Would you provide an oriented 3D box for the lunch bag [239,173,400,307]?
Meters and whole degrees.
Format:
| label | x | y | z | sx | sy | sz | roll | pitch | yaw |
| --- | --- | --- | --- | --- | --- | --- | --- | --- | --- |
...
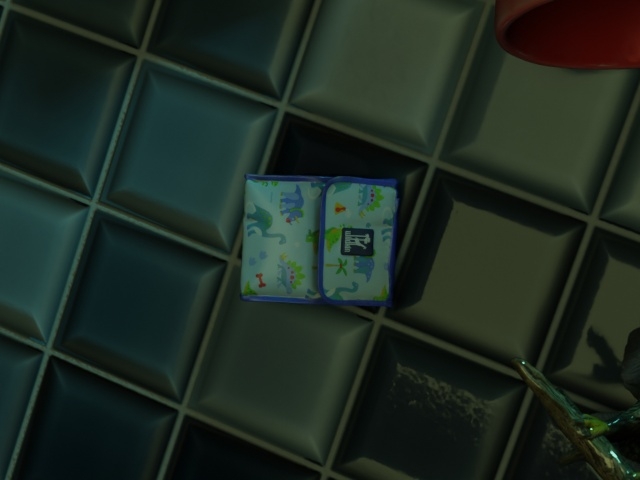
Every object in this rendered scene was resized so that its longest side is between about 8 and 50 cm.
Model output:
| label | x | y | z | sx | sy | sz | roll | pitch | yaw |
| --- | --- | --- | --- | --- | --- | --- | --- | --- | --- |
| lunch bag | 0.000 | 0.000 | 1.623 | 0.151 | 0.096 | 0.129 | 3 | 92 | 4 |

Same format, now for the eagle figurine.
| label | x | y | z | sx | sy | sz | roll | pitch | yaw |
| --- | --- | --- | --- | --- | --- | --- | --- | --- | --- |
| eagle figurine | 0.359 | 0.124 | 1.477 | 0.298 | 0.225 | 0.226 | -37 | 125 | -12 |

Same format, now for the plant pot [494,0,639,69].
| label | x | y | z | sx | sy | sz | roll | pitch | yaw |
| --- | --- | --- | --- | --- | --- | --- | --- | --- | --- |
| plant pot | 0.276 | -0.299 | 1.432 | 0.275 | 0.275 | 0.243 | -7 | 79 | 19 |
